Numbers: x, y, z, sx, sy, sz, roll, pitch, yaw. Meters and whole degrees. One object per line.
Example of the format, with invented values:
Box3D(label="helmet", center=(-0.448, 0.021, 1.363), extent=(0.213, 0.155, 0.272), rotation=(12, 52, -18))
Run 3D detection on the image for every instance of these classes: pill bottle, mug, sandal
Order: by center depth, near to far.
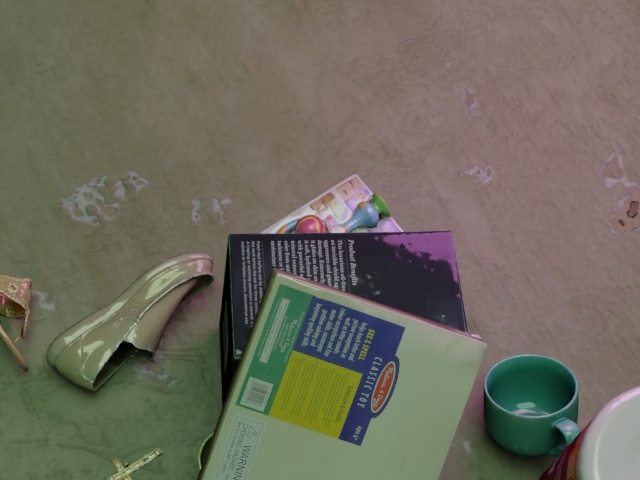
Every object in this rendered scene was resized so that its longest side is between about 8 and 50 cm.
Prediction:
Box3D(label="pill bottle", center=(0.379, 0.343, 1.652), extent=(0.224, 0.392, 0.224), rotation=(3, 63, -5))
Box3D(label="mug", center=(0.290, 0.243, 1.835), extent=(0.130, 0.097, 0.157), rotation=(0, 36, 7))
Box3D(label="sandal", center=(-0.444, 0.066, 1.864), extent=(0.079, 0.088, 0.240), rotation=(-34, 67, -14))

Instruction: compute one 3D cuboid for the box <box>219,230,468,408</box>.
Box3D(label="box", center=(0.019, 0.126, 1.773), extent=(0.294, 0.296, 0.182), rotation=(0, 64, -8))

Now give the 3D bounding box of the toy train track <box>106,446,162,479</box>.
Box3D(label="toy train track", center=(-0.252, 0.305, 1.809), extent=(0.083, 0.014, 0.048), rotation=(-30, 71, -20))

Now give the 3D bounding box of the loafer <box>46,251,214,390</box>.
Box3D(label="loafer", center=(-0.249, 0.117, 1.860), extent=(0.268, 0.102, 0.092), rotation=(-36, 74, -11))

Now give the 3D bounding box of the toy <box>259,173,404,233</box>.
Box3D(label="toy", center=(0.000, 0.000, 1.964), extent=(0.237, 0.056, 0.137), rotation=(-31, 71, -19))

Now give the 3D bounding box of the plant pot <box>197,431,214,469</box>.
Box3D(label="plant pot", center=(-0.123, 0.303, 1.788), extent=(0.083, 0.079, 0.083), rotation=(2, 64, -5))

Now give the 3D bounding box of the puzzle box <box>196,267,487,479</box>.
Box3D(label="puzzle box", center=(0.005, 0.264, 1.591), extent=(0.272, 0.052, 0.408), rotation=(20, 94, -9))
